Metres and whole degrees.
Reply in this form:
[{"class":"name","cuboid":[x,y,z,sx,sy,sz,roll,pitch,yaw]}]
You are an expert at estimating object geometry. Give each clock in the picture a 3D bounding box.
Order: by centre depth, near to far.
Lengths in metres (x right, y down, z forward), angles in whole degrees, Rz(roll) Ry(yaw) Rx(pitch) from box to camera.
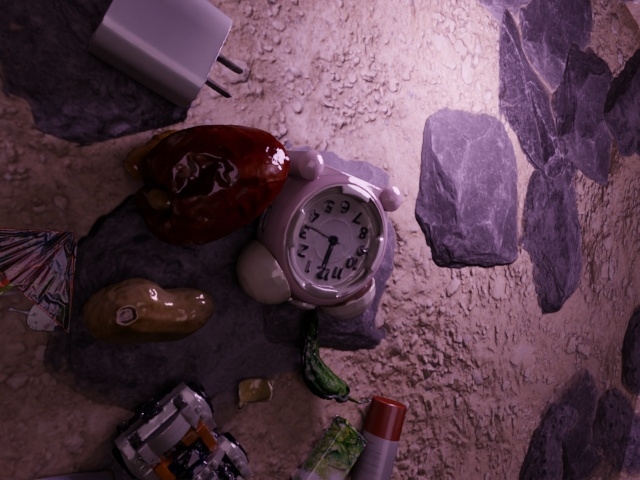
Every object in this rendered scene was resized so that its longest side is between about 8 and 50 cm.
[{"class":"clock","cuboid":[0.000,0.000,1.000,0.341,0.184,0.326,16,87,-28]}]

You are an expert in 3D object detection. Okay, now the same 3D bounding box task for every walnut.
[{"class":"walnut","cuboid":[-0.210,-0.122,0.852,0.268,0.244,0.222,-22,142,-37]}]

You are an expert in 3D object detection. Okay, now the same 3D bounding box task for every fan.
[{"class":"fan","cuboid":[-0.491,0.126,0.777,0.083,0.004,0.056,24,79,-31]}]

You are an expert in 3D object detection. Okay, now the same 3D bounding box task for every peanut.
[{"class":"peanut","cuboid":[-0.307,0.129,0.837,0.236,0.110,0.120,2,82,-35]}]

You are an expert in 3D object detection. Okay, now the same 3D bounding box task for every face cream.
[{"class":"face cream","cuboid":[0.152,0.521,1.161,0.095,0.095,0.214,22,80,-32]}]

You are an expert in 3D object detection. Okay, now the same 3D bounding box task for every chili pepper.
[{"class":"chili pepper","cuboid":[0.010,0.308,1.078,0.122,0.065,0.279,-34,105,-24]}]

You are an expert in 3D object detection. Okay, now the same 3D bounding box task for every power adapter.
[{"class":"power adapter","cuboid":[-0.264,-0.362,0.838,0.255,0.124,0.187,29,77,-30]}]

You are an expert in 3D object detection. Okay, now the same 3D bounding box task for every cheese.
[{"class":"cheese","cuboid":[-0.142,0.334,0.994,0.083,0.041,0.060,-2,85,-18]}]

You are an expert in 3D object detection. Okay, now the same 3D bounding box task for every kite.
[{"class":"kite","cuboid":[-0.489,0.055,0.768,0.183,0.014,0.241,-41,112,-26]}]

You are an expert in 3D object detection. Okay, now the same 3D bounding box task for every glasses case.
[{"class":"glasses case","cuboid":[-0.003,0.564,1.082,0.095,0.062,0.272,48,66,-16]}]

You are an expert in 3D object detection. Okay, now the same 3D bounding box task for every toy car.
[{"class":"toy car","cuboid":[-0.251,0.426,0.884,0.193,0.118,0.301,-38,112,-29]}]

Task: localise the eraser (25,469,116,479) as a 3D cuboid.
[{"class":"eraser","cuboid":[-0.452,0.523,0.780,0.157,0.069,0.226,8,88,-31]}]
